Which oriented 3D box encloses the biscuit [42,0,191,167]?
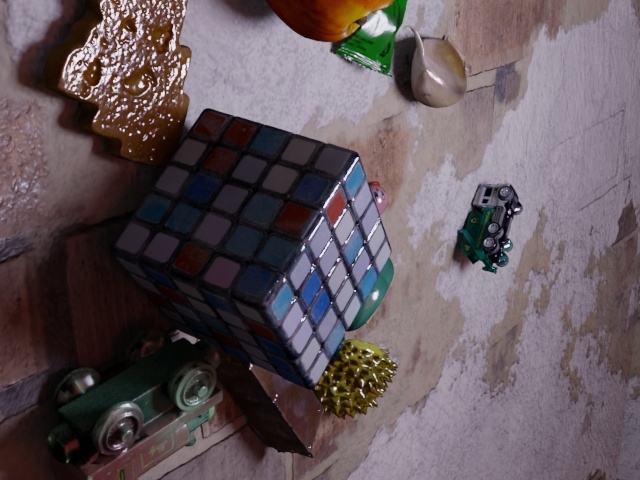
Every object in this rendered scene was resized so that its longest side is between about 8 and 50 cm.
[{"bbox_3d":[-0.275,-0.228,1.380,0.278,0.043,0.301,-44,137,-39],"label":"biscuit"}]

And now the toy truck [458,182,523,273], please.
[{"bbox_3d":[0.412,-0.036,2.339,0.110,0.116,0.216,43,60,-53],"label":"toy truck"}]

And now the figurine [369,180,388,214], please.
[{"bbox_3d":[0.104,-0.084,1.934,0.083,0.071,0.067,-6,150,-45],"label":"figurine"}]

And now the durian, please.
[{"bbox_3d":[0.067,0.270,1.967,0.172,0.166,0.306,-53,149,15],"label":"durian"}]

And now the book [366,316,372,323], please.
[{"bbox_3d":[0.100,0.118,2.050,0.077,0.014,0.111,-54,141,-29],"label":"book"}]

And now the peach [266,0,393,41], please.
[{"bbox_3d":[0.002,-0.460,1.514,0.281,0.238,0.281,50,19,-24],"label":"peach"}]

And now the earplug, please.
[{"bbox_3d":[0.017,0.101,1.806,0.280,0.257,0.164,-1,139,-19],"label":"earplug"}]

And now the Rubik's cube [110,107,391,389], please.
[{"bbox_3d":[-0.094,0.013,1.478,0.292,0.287,0.293,-61,152,-20],"label":"Rubik's cube"}]

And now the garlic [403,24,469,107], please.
[{"bbox_3d":[0.232,-0.350,1.966,0.128,0.148,0.266,-38,168,16],"label":"garlic"}]

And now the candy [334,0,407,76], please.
[{"bbox_3d":[0.112,-0.425,1.812,0.141,0.078,0.203,19,82,-55],"label":"candy"}]

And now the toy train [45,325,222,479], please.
[{"bbox_3d":[-0.278,0.279,1.474,0.304,0.150,0.221,-29,133,-36],"label":"toy train"}]

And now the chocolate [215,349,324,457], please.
[{"bbox_3d":[-0.091,0.280,1.783,0.112,0.112,0.321,-63,143,-32],"label":"chocolate"}]
